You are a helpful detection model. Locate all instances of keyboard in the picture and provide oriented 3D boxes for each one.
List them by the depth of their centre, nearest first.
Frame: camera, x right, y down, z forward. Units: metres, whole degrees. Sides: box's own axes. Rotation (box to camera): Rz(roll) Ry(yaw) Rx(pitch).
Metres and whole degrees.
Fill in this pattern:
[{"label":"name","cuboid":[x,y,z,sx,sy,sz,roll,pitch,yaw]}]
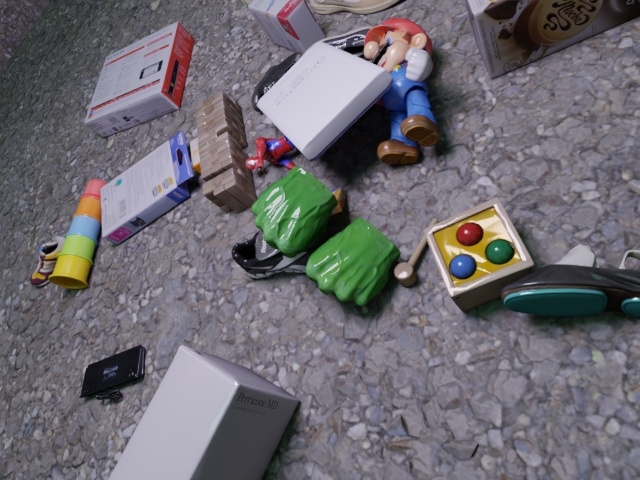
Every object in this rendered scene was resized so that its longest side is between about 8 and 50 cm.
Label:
[{"label":"keyboard","cuboid":[-0.470,0.312,1.055,0.180,0.023,0.108,-23,50,20]}]

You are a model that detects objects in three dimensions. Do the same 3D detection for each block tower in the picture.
[{"label":"block tower","cuboid":[-0.237,-0.224,1.149,0.091,0.097,0.335,-25,54,16]}]

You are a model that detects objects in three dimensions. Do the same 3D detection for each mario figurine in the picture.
[{"label":"mario figurine","cuboid":[0.136,-0.318,0.934,0.198,0.170,0.320,-16,61,25]}]

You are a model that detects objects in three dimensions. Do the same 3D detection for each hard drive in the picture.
[{"label":"hard drive","cuboid":[-0.009,-0.303,0.970,0.210,0.040,0.318,-44,38,6]}]

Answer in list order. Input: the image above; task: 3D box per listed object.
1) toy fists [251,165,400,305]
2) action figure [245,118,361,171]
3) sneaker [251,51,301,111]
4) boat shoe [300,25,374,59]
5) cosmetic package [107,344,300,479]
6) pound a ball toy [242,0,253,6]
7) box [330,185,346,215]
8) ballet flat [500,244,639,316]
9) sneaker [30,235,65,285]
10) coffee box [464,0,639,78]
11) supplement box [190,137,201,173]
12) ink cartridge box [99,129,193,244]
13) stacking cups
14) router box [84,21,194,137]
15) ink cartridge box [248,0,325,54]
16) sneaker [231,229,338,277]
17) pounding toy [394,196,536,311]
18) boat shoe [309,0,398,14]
[{"label":"toy fists","cuboid":[0.000,0.000,0.839,0.279,0.096,0.142,41,76,8]},{"label":"action figure","cuboid":[-0.047,-0.207,1.027,0.281,0.091,0.139,-24,47,18]},{"label":"sneaker","cuboid":[-0.107,-0.403,1.191,0.089,0.051,0.170,9,67,38]},{"label":"boat shoe","cuboid":[0.042,-0.438,1.109,0.206,0.075,0.064,-18,55,16]},{"label":"cosmetic package","cuboid":[-0.213,0.382,0.760,0.155,0.197,0.365,20,79,36]},{"label":"pound a ball toy","cuboid":[-0.094,-0.787,1.328,0.319,0.136,0.208,-40,53,8]},{"label":"box","cuboid":[-0.016,-0.062,0.954,0.136,0.028,0.081,-19,23,19]},{"label":"ballet flat","cuboid":[0.398,0.060,0.641,0.281,0.095,0.096,3,57,20]},{"label":"sneaker","cuboid":[-0.775,0.054,1.325,0.185,0.084,0.069,-41,53,6]},{"label":"coffee box","cuboid":[0.422,-0.442,0.828,0.298,0.168,0.118,-20,58,21]},{"label":"supplement box","cuboid":[-0.305,-0.231,1.227,0.062,0.036,0.098,-25,56,17]},{"label":"ink cartridge box","cuboid":[-0.459,-0.142,1.256,0.311,0.065,0.185,-32,54,15]},{"label":"stacking cups","cuboid":[-0.649,-0.027,1.295,0.096,0.096,0.315,-10,59,26]},{"label":"router box","cuboid":[-0.580,-0.514,1.505,0.336,0.082,0.300,-10,61,26]},{"label":"ink cartridge box","cuboid":[-0.089,-0.568,1.216,0.072,0.127,0.175,-50,52,-2]},{"label":"sneaker","cuboid":[-0.077,0.019,0.921,0.235,0.106,0.078,-13,61,24]},{"label":"pounding toy","cuboid":[0.210,0.016,0.763,0.206,0.094,0.180,-25,56,17]},{"label":"boat shoe","cuboid":[0.084,-0.644,1.172,0.303,0.098,0.109,14,74,35]}]
